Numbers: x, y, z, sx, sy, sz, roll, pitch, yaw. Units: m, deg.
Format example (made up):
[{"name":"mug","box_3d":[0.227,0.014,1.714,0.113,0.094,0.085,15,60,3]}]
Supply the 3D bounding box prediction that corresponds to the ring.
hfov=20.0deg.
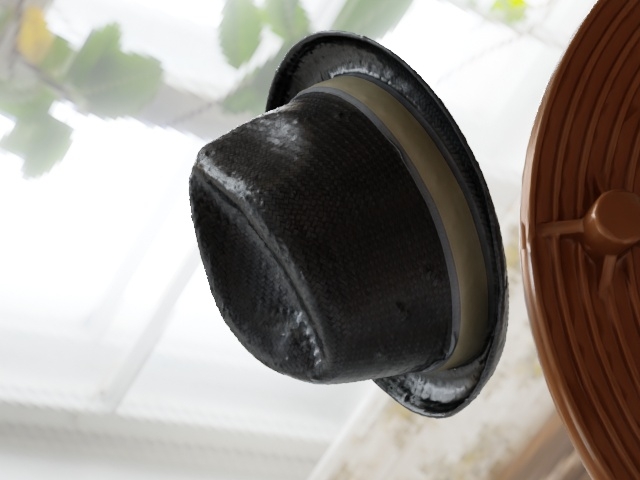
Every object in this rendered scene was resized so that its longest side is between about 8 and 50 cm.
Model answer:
[{"name":"ring","box_3d":[0.239,0.008,0.674,0.336,0.336,0.032,34,157,2]}]

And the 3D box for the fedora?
[{"name":"fedora","box_3d":[0.000,0.000,1.433,0.152,0.334,0.334,-17,-132,-30]}]
